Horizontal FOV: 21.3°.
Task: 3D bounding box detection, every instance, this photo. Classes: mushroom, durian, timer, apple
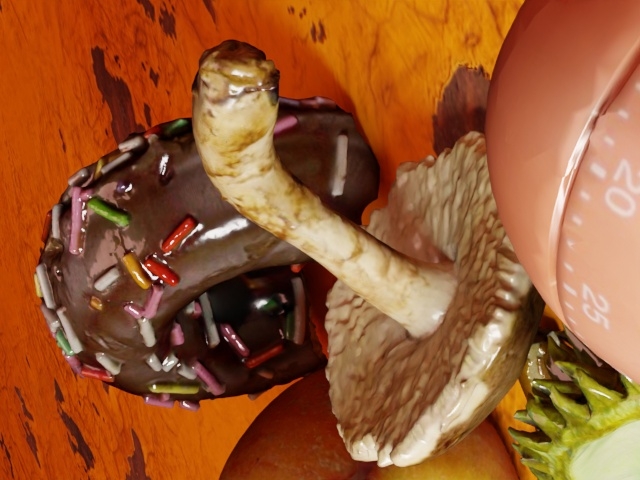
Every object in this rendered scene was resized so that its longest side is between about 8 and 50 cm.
[{"bbox_3d":[0.023,-0.013,1.113,0.233,0.208,0.302,-26,104,48],"label":"mushroom"},{"bbox_3d":[0.219,0.098,0.967,0.198,0.163,0.394,24,149,7],"label":"durian"},{"bbox_3d":[0.189,-0.037,0.708,0.215,0.229,0.230,47,149,31],"label":"timer"},{"bbox_3d":[0.046,0.218,1.263,0.253,0.253,0.254,49,149,43],"label":"apple"}]

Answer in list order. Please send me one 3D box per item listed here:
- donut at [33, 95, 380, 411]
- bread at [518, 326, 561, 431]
[{"bbox_3d":[-0.100,0.026,1.399,0.345,0.259,0.136,107,147,-54],"label":"donut"},{"bbox_3d":[0.155,0.102,1.156,0.047,0.036,0.083,180,71,-76],"label":"bread"}]
